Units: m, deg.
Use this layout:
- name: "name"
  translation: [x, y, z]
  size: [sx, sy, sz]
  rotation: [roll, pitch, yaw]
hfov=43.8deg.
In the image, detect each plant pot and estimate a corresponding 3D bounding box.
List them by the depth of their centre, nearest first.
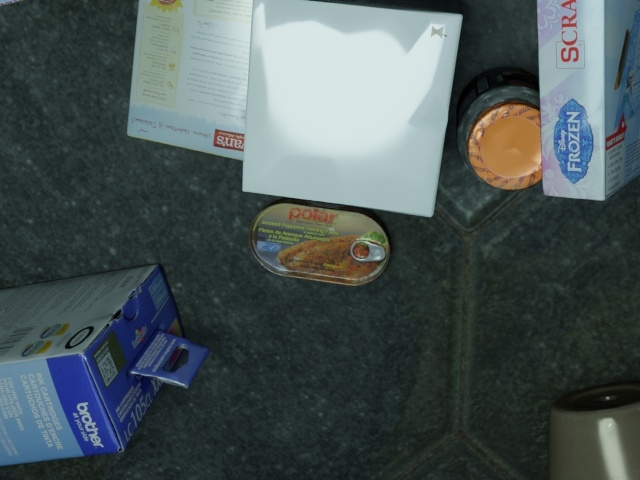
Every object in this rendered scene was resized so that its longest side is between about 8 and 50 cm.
- name: "plant pot"
  translation: [0.396, 0.312, 1.032]
  size: [0.263, 0.263, 0.229]
  rotation: [-14, 88, 14]

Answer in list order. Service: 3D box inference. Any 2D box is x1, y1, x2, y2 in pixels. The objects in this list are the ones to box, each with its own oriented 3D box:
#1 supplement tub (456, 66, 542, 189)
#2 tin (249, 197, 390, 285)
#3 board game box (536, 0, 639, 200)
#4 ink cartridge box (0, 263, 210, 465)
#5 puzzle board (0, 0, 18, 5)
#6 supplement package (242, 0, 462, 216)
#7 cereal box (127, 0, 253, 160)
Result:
- name: "supplement tub"
  translation: [0.213, -0.127, 0.903]
  size: [0.117, 0.190, 0.116]
  rotation: [3, 111, 8]
- name: "tin"
  translation: [0.000, 0.000, 1.072]
  size: [0.190, 0.040, 0.106]
  rotation: [9, 115, 6]
- name: "board game box"
  translation: [0.313, -0.236, 0.788]
  size: [0.066, 0.319, 0.317]
  rotation: [10, 115, 40]
- name: "ink cartridge box"
  translation: [-0.357, 0.163, 1.066]
  size: [0.396, 0.270, 0.151]
  rotation: [-11, 110, 14]
- name: "puzzle board"
  translation: [-0.394, -0.372, 1.012]
  size: [0.097, 0.011, 0.128]
  rotation: [-9, 108, 13]
- name: "supplement package"
  translation: [0.044, -0.169, 0.877]
  size: [0.198, 0.262, 0.199]
  rotation: [8, 111, 6]
- name: "cereal box"
  translation: [-0.146, -0.232, 1.002]
  size: [0.173, 0.047, 0.240]
  rotation: [14, 112, 5]
